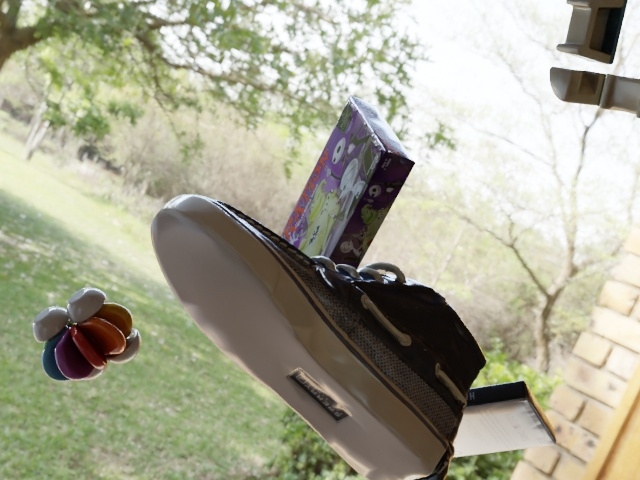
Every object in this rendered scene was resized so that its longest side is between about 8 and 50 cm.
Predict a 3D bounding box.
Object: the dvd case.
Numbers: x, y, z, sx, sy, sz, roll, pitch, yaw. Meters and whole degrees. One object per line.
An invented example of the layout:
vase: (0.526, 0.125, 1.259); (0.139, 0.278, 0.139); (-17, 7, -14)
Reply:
dvd case: (0.168, 0.242, 1.023); (0.239, 0.029, 0.179); (-14, -35, 20)

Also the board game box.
board game box: (0.000, 0.000, 1.035); (0.056, 0.346, 0.208); (21, 22, -16)

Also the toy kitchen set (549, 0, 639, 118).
toy kitchen set: (0.387, -0.253, 0.928); (0.122, 0.207, 0.166); (-1, 19, -28)

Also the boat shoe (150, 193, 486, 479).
boat shoe: (0.009, 0.063, 0.722); (0.340, 0.158, 0.127); (48, -42, -10)

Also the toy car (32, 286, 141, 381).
toy car: (-0.422, 0.188, 1.404); (0.159, 0.182, 0.136); (55, 17, -28)
